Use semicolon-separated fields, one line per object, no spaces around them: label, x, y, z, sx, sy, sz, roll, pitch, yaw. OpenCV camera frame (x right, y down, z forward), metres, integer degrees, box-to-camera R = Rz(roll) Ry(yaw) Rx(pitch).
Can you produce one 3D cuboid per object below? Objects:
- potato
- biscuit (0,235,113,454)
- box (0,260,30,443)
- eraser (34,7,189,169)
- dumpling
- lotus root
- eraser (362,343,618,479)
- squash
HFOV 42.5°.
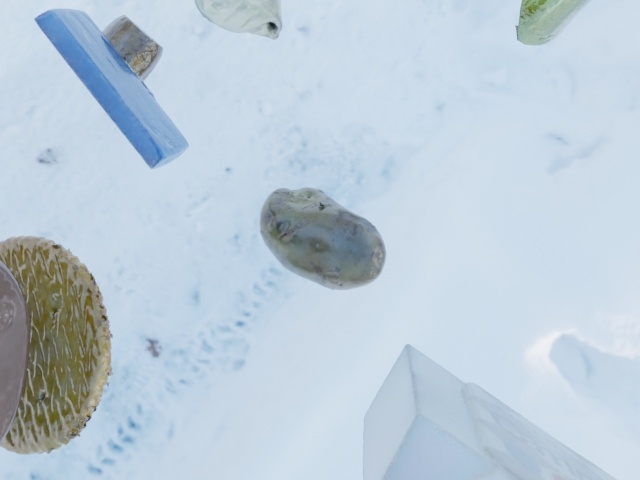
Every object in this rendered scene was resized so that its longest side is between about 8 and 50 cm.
potato;0.000;0.000;1.565;0.262;0.165;0.165;35;75;13
biscuit;-0.341;0.119;0.957;0.035;0.254;0.254;2;99;-64
box;-0.437;0.106;0.778;0.301;0.216;0.301;1;90;-72
eraser;-0.351;-0.265;1.420;0.042;0.144;0.312;-36;96;15
dumpling;-0.109;-0.341;1.056;0.169;0.100;0.134;5;72;-34
lotus root;-0.362;-0.370;1.570;0.081;0.122;0.112;-48;157;3
eraser;0.215;0.248;0.658;0.396;0.213;0.082;34;101;-2
squash;0.253;-0.275;0.840;0.090;0.200;0.075;-35;86;-12
